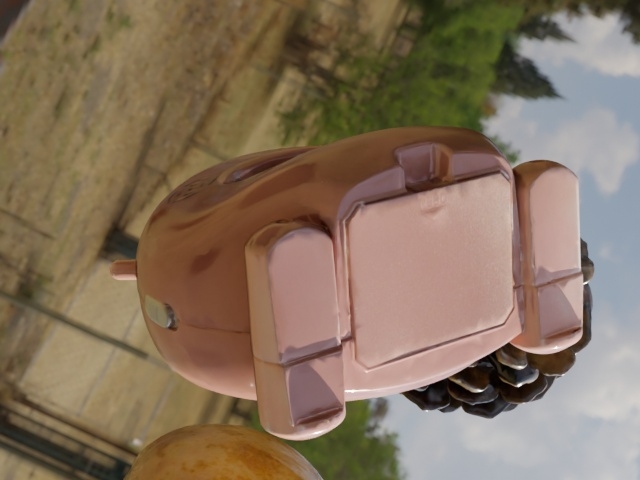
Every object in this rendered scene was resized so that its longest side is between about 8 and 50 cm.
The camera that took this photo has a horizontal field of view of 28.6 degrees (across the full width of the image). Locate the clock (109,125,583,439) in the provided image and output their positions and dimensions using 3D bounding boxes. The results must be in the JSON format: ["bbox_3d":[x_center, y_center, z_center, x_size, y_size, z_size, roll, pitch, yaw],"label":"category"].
[{"bbox_3d":[0.000,0.000,0.748,0.241,0.227,0.142,15,-66,56],"label":"clock"}]

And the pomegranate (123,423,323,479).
[{"bbox_3d":[-0.076,0.241,0.935,0.207,0.207,0.207,-155,-90,-89],"label":"pomegranate"}]

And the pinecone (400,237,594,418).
[{"bbox_3d":[0.121,0.038,0.952,0.204,0.179,0.184,116,-23,-67],"label":"pinecone"}]
